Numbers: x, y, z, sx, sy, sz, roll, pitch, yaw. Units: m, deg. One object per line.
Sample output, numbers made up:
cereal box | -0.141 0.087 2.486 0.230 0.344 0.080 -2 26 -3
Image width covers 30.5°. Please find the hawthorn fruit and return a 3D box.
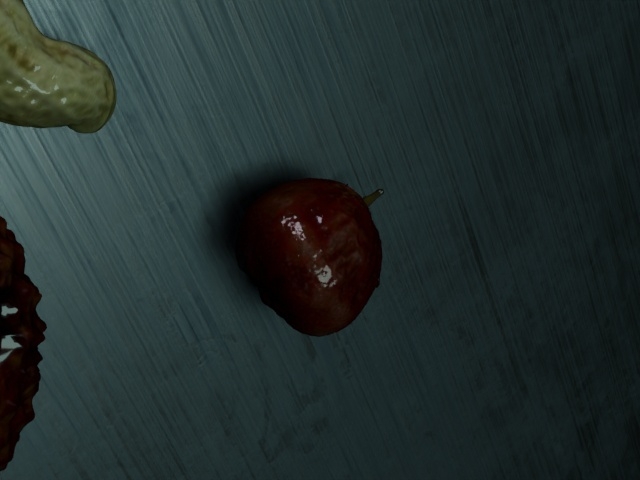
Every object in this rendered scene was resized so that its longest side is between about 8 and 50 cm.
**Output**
hawthorn fruit | 0.000 0.000 1.771 0.266 0.210 0.230 -48 114 -30

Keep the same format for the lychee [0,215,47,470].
lychee | -0.524 0.139 1.313 0.424 0.424 0.500 11 126 -37

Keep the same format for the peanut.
peanut | -0.390 -0.229 1.451 0.325 0.140 0.153 26 73 -40
